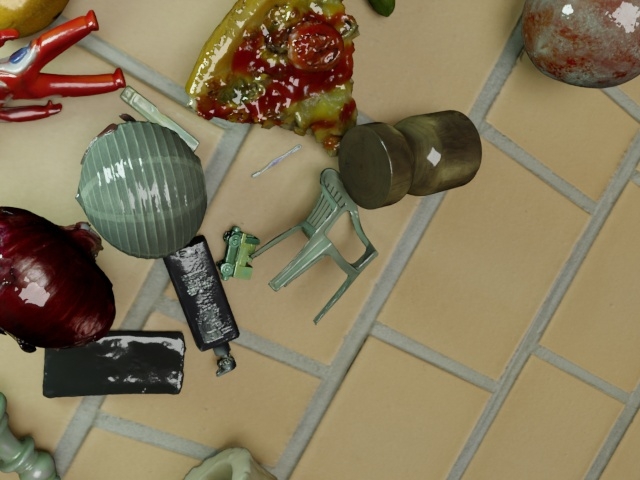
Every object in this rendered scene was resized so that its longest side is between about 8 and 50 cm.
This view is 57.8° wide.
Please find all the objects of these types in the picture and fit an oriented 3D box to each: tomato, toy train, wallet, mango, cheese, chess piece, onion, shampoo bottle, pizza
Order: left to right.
[{"bbox_3d":[-0.619,0.417,1.160,0.139,0.139,0.272,-38,124,-9],"label":"chess piece"},{"bbox_3d":[-0.505,-0.472,0.995,0.177,0.120,0.295,42,84,-15],"label":"mango"},{"bbox_3d":[-0.486,0.060,1.016,0.232,0.314,0.314,-47,113,-12],"label":"onion"},{"bbox_3d":[-0.433,0.262,1.232,0.285,0.030,0.146,4,97,-22],"label":"wallet"},{"bbox_3d":[-0.246,0.147,1.255,0.098,0.071,0.309,-22,111,-17],"label":"shampoo bottle"},{"bbox_3d":[-0.224,0.628,1.249,0.332,0.292,0.153,-47,112,-11],"label":"cheese"},{"bbox_3d":[-0.180,0.031,1.264,0.081,0.050,0.122,12,97,-27],"label":"toy train"},{"bbox_3d":[-0.020,-0.334,1.172,0.440,0.130,0.406,-49,126,-5],"label":"pizza"},{"bbox_3d":[0.615,-0.494,1.301,0.316,0.317,0.283,2,125,-21],"label":"tomato"}]

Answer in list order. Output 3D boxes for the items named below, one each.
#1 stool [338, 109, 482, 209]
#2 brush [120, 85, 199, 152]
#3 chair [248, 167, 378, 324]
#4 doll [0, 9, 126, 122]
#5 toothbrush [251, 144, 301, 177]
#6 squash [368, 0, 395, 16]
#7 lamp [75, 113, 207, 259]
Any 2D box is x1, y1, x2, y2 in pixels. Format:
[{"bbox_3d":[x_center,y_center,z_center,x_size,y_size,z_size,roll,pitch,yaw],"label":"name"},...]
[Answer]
[{"bbox_3d":[0.196,-0.179,1.256,0.264,0.179,0.179,-17,108,-31],"label":"stool"},{"bbox_3d":[-0.320,-0.241,1.164,0.178,0.030,0.033,39,94,-13],"label":"brush"},{"bbox_3d":[0.000,0.000,1.252,0.274,0.190,0.203,-43,136,-2],"label":"chair"},{"bbox_3d":[-0.550,-0.276,1.012,0.384,0.099,0.188,-21,146,-11],"label":"doll"},{"bbox_3d":[-0.095,-0.174,1.269,0.131,0.013,0.011,-34,121,-11],"label":"toothbrush"},{"bbox_3d":[0.086,-0.591,1.214,0.069,0.069,0.258,-41,112,-8],"label":"squash"},{"bbox_3d":[-0.333,-0.096,1.080,0.233,0.233,0.265,-9,113,-18],"label":"lamp"}]
